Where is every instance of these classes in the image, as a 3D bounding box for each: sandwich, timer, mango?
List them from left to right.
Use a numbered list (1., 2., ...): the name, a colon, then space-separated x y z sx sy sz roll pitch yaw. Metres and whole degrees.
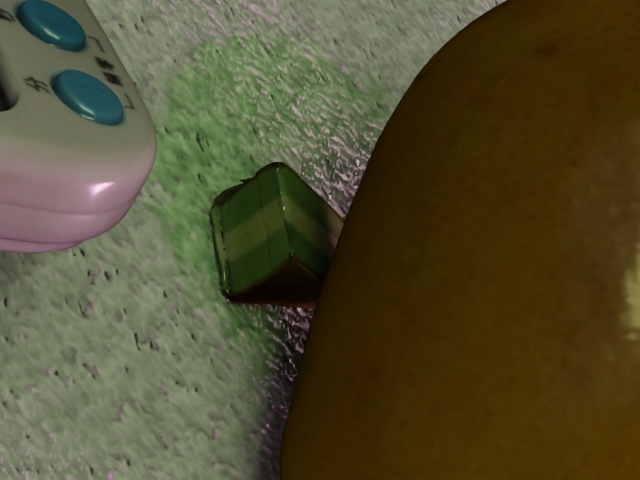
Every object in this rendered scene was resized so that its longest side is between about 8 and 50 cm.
1. timer: -0.217 -0.097 0.827 0.237 0.087 0.262 8 35 -38
2. sandwich: 0.000 0.000 1.028 0.116 0.074 0.074 7 64 -39
3. mango: 0.145 0.039 0.984 0.300 0.232 0.445 33 73 2
